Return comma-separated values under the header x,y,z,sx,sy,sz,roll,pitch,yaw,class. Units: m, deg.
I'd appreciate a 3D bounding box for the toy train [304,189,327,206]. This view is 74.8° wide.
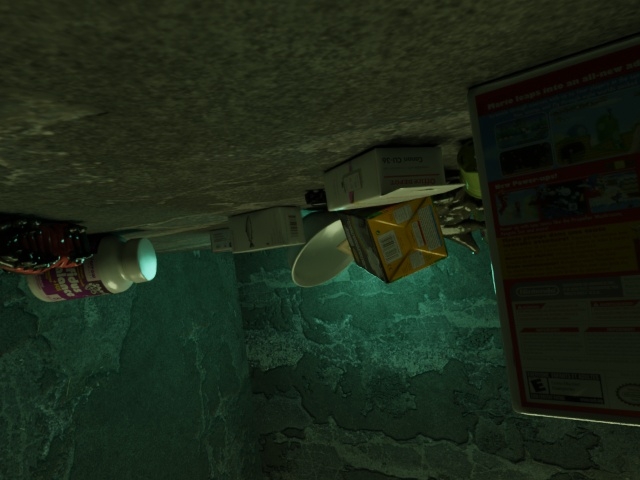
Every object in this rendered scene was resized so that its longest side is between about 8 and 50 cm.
x,y,z,sx,sy,sz,roll,pitch,yaw,class
0.046,-0.093,0.879,0.158,0.036,0.027,-8,179,-13,toy train

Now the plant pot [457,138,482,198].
x,y,z,sx,sy,sz,roll,pitch,yaw,class
0.231,-0.108,0.597,0.083,0.083,0.079,-8,167,31,plant pot

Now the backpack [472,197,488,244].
x,y,z,sx,sy,sz,roll,pitch,yaw,class
0.462,-0.071,1.017,0.144,0.188,0.166,-7,179,-34,backpack

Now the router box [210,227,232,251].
x,y,z,sx,sy,sz,roll,pitch,yaw,class
-0.225,-0.018,1.670,0.336,0.082,0.301,-8,179,6,router box

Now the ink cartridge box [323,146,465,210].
x,y,z,sx,sy,sz,roll,pitch,yaw,class
0.099,-0.090,0.612,0.115,0.067,0.198,-8,-179,-26,ink cartridge box

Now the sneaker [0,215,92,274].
x,y,z,sx,sy,sz,roll,pitch,yaw,class
-0.533,0.015,0.748,0.135,0.097,0.276,-10,180,-5,sneaker

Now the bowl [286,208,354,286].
x,y,z,sx,sy,sz,roll,pitch,yaw,class
0.000,0.000,1.352,0.298,0.134,0.297,-28,146,-21,bowl

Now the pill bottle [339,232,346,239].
x,y,z,sx,sy,sz,roll,pitch,yaw,class
0.125,-0.042,1.491,0.246,0.136,0.136,-8,179,31,pill bottle

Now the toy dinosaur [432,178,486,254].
x,y,z,sx,sy,sz,roll,pitch,yaw,class
0.303,-0.066,0.934,0.160,0.121,0.313,-11,153,16,toy dinosaur

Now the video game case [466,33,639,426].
x,y,z,sx,sy,sz,roll,pitch,yaw,class
0.235,-0.004,0.315,0.204,0.285,0.025,-8,179,35,video game case

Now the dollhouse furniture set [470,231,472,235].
x,y,z,sx,sy,sz,roll,pitch,yaw,class
0.333,-0.067,1.236,0.201,0.152,0.374,-8,179,19,dollhouse furniture set

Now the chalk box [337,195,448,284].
x,y,z,sx,sy,sz,roll,pitch,yaw,class
0.127,-0.020,0.823,0.132,0.132,0.213,-23,-165,-10,chalk box

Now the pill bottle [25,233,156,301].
x,y,z,sx,sy,sz,roll,pitch,yaw,class
-0.636,0.073,1.183,0.302,0.169,0.169,-8,179,2,pill bottle

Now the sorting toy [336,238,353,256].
x,y,z,sx,sy,sz,roll,pitch,yaw,class
0.174,0.019,1.243,0.193,0.038,0.208,28,148,-14,sorting toy

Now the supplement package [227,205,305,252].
x,y,z,sx,sy,sz,roll,pitch,yaw,class
-0.147,-0.028,1.141,0.179,0.105,0.105,-9,179,32,supplement package
